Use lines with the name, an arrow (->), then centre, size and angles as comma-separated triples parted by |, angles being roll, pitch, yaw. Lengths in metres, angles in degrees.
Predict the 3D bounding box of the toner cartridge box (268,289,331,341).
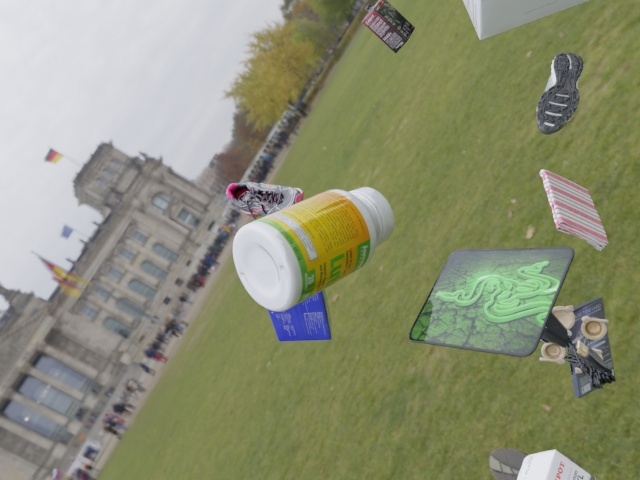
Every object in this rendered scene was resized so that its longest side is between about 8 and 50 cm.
toner cartridge box -> -0.065, 0.171, 1.678 | 0.347, 0.165, 0.075 | 81, -173, -52

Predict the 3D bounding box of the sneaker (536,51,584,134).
sneaker -> 0.661, -0.392, 1.635 | 0.108, 0.100, 0.271 | 77, -145, -59

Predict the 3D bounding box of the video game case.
video game case -> 0.856, 0.337, 1.885 | 0.196, 0.274, 0.026 | -14, 5, -32

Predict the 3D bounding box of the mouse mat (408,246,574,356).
mouse mat -> 0.203, 0.069, 0.727 | 0.190, 0.007, 0.152 | -3, 49, 53

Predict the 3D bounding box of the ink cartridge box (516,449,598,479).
ink cartridge box -> 0.513, 0.566, 1.193 | 0.172, 0.237, 0.100 | -54, -1, -33

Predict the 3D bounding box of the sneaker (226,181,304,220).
sneaker -> -0.176, -0.124, 1.851 | 0.299, 0.112, 0.120 | 3, 69, 41

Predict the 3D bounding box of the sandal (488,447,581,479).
sandal -> 0.498, 0.534, 1.375 | 0.219, 0.060, 0.089 | -15, 53, 37

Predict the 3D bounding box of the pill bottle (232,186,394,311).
pill bottle -> 0.000, 0.000, 0.914 | 0.246, 0.136, 0.136 | -26, -15, -39

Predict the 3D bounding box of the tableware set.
tableware set -> 0.610, 0.239, 1.422 | 0.020, 0.141, 0.168 | -29, -55, -66

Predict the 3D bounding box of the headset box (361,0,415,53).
headset box -> 0.108, -0.352, 0.959 | 0.032, 0.083, 0.062 | -42, 14, 41

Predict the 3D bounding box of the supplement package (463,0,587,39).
supplement package -> 0.428, -0.568, 1.203 | 0.262, 0.145, 0.204 | -19, -22, 8

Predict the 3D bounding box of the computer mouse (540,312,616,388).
computer mouse -> 0.399, 0.160, 1.043 | 0.060, 0.262, 0.184 | -41, 5, 4

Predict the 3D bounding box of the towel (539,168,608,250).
towel -> 0.581, -0.075, 1.368 | 0.029, 0.144, 0.197 | -52, 24, 41
